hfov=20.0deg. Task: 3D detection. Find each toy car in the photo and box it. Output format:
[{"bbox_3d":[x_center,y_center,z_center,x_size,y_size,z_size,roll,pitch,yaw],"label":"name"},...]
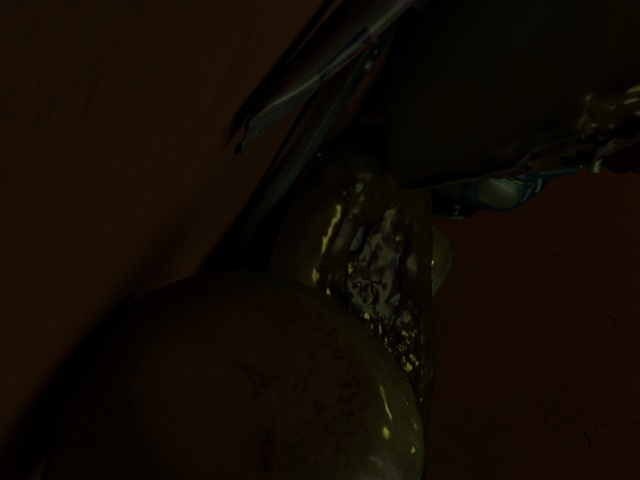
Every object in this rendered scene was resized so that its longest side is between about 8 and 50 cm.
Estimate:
[{"bbox_3d":[0.166,-0.113,1.532,0.314,0.166,0.198,-35,136,-79],"label":"toy car"}]

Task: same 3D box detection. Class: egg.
[{"bbox_3d":[0.144,-0.150,1.212,0.264,0.174,0.286,-17,-165,38],"label":"egg"}]

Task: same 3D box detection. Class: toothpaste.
[{"bbox_3d":[0.013,-0.108,0.962,0.170,0.028,0.045,-47,177,-22],"label":"toothpaste"}]

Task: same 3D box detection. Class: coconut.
[{"bbox_3d":[-0.052,0.133,0.988,0.202,0.202,0.222,-53,170,-34],"label":"coconut"}]

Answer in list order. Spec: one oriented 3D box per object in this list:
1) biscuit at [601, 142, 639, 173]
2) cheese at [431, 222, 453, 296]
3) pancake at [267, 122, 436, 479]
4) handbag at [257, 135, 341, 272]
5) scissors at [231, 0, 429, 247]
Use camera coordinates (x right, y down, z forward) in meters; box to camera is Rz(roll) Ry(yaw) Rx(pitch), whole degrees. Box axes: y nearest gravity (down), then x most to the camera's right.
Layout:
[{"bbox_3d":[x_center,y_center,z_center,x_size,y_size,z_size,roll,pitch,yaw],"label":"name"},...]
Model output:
[{"bbox_3d":[0.314,-0.217,1.637,0.110,0.312,0.318,-15,168,-43],"label":"biscuit"},{"bbox_3d":[0.063,0.039,1.601,0.163,0.071,0.249,-54,176,19],"label":"cheese"},{"bbox_3d":[0.026,0.083,1.293,0.356,0.065,0.356,0,90,-69],"label":"pancake"},{"bbox_3d":[0.000,0.000,1.500,0.157,0.059,0.212,-57,175,-3],"label":"handbag"},{"bbox_3d":[0.033,-0.130,1.113,0.360,0.029,0.191,-54,172,27],"label":"scissors"}]
